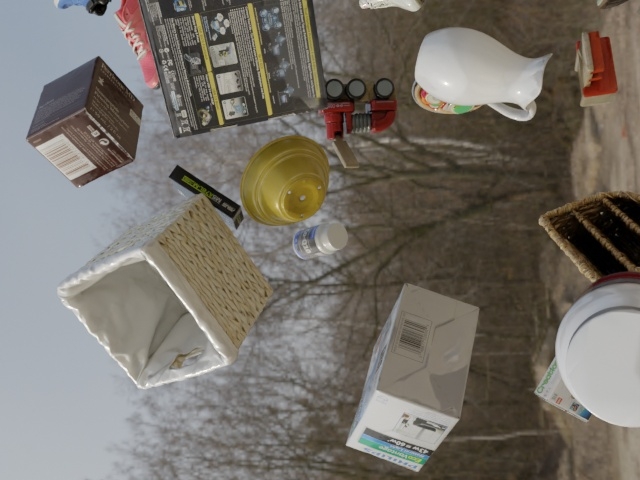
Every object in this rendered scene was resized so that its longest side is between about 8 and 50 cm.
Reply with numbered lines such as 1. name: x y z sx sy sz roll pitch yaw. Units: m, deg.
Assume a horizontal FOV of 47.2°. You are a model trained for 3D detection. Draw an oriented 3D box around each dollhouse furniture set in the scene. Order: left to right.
1. dollhouse furniture set: 0.553 -0.291 1.183 0.135 0.259 0.262 46 -141 -71

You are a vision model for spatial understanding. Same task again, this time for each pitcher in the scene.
1. pitcher: 0.272 -0.271 1.243 0.178 0.207 0.125 70 -140 -66

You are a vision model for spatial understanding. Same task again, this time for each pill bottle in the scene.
1. pill bottle: 0.000 0.000 1.802 0.078 0.137 0.078 9 -105 -36
2. pill bottle: 0.525 0.178 1.246 0.407 0.229 0.229 -6 -87 -66

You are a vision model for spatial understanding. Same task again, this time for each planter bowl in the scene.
1. planter bowl: -0.055 -0.108 1.567 0.090 0.217 0.217 45 155 49

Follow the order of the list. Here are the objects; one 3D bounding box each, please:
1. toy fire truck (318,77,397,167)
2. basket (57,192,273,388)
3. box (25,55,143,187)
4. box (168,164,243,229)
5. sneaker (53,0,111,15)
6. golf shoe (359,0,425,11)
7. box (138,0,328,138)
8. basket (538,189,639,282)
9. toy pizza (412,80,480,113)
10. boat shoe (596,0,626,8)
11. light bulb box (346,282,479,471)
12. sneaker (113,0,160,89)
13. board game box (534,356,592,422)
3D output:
1. toy fire truck: 0.107 -0.324 2.049 0.158 0.217 0.246 -158 66 -82
2. basket: -0.347 0.116 1.682 0.331 0.328 0.266 55 -143 -19
3. box: -0.520 -0.264 1.637 0.168 0.167 0.203 51 -155 -42
4. box: -0.279 -0.103 1.817 0.045 0.184 0.191 -59 0 -8
5. sneaker: -0.523 -0.527 1.623 0.085 0.152 0.058 61 -146 -13
6. golf shoe: 0.116 -0.450 1.341 0.086 0.186 0.067 -53 -41 9
7. box: -0.169 -0.413 1.381 0.097 0.318 0.395 -106 5 -58
8. basket: 0.668 0.001 1.592 0.223 0.213 0.299 32 -160 -26
9. toy pizza: 0.309 -0.341 1.665 0.201 0.201 0.032 61 -155 -61
10. boat shoe: 0.495 -0.437 1.147 0.072 0.068 0.190 68 158 8
11. light bulb box: 0.251 0.379 2.012 0.361 0.225 0.358 107 -177 -50
12. sneaker: -0.466 -0.535 1.880 0.136 0.116 0.314 0 -103 -39
13. board game box: 0.714 0.314 1.939 0.193 0.053 0.305 30 -89 -31
